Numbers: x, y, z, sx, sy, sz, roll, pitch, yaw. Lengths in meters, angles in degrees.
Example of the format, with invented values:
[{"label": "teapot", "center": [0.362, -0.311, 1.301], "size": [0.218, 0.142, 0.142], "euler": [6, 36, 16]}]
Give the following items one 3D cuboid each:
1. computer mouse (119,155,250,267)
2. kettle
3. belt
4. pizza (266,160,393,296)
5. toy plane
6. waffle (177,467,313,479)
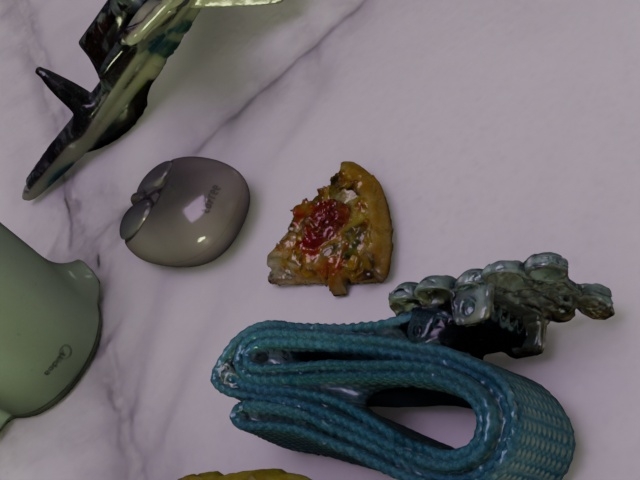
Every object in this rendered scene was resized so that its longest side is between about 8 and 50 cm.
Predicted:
[{"label": "computer mouse", "center": [-0.082, -0.019, 0.717], "size": [0.096, 0.039, 0.066], "euler": [7, 65, 45]}, {"label": "kettle", "center": [-0.204, 0.041, 0.700], "size": [0.098, 0.148, 0.126], "euler": [-13, 51, 32]}, {"label": "belt", "center": [0.029, 0.054, 0.550], "size": [0.179, 0.065, 0.100], "euler": [3, 73, 42]}, {"label": "pizza", "center": [0.000, -0.001, 0.642], "size": [0.078, 0.025, 0.083], "euler": [-33, 44, 15]}, {"label": "toy plane", "center": [-0.121, -0.126, 0.798], "size": [0.262, 0.088, 0.192], "euler": [-38, 15, 17]}, {"label": "waffle", "center": [-0.066, 0.242, 0.488], "size": [0.302, 0.068, 0.324], "euler": [1, 63, 42]}]
